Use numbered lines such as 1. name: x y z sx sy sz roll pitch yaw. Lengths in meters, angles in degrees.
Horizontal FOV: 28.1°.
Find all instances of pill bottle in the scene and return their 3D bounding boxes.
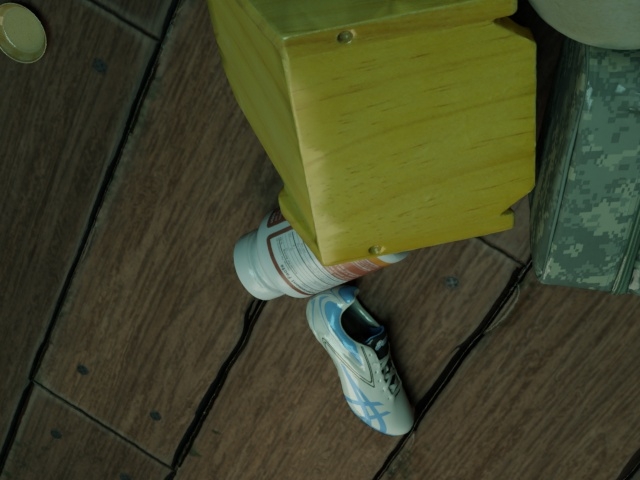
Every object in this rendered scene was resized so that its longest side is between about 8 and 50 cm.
1. pill bottle: 0.000 0.000 1.590 0.216 0.121 0.121 -23 109 35

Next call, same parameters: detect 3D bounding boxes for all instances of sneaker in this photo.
1. sneaker: 0.066 0.163 1.688 0.086 0.085 0.237 -16 114 37

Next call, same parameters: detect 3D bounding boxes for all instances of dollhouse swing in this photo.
1. dollhouse swing: 0.042 -0.204 1.389 0.315 0.305 0.347 -11 140 0

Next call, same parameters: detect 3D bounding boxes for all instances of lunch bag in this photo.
1. lunch bag: 0.365 -0.094 1.314 0.255 0.213 0.305 7 126 1

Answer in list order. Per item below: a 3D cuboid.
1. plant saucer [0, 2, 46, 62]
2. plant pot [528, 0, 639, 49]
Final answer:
1. plant saucer: -0.389 -0.272 1.662 0.083 0.015 0.083 12 125 18
2. plant pot: 0.258 -0.325 1.080 0.333 0.334 0.305 9 165 20
